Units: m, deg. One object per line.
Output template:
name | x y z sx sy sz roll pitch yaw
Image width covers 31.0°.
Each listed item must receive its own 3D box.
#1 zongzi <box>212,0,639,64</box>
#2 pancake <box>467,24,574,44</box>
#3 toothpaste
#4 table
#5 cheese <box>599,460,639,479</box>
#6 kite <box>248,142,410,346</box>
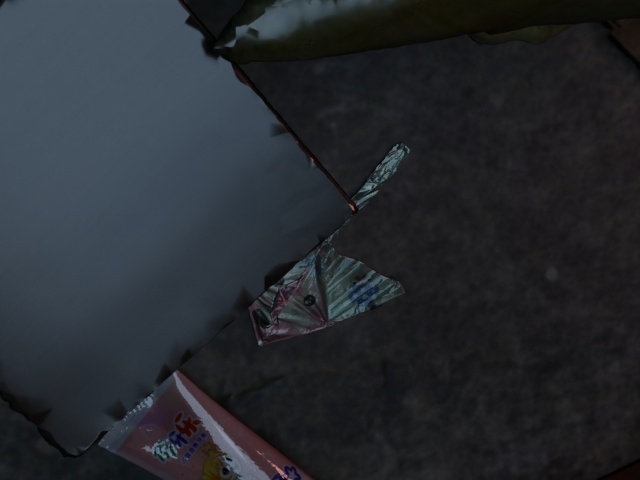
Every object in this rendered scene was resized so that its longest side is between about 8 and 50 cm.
zongzi | 0.200 -0.132 0.517 0.356 0.174 0.393 36 77 -6
pancake | 0.116 -0.214 0.619 0.235 0.029 0.212 -52 128 -19
toothpaste | -0.040 0.152 0.720 0.194 0.043 0.067 37 97 -17
table | -0.122 -0.043 0.553 0.169 0.193 0.172 -41 112 -1
cheese | 0.260 0.213 0.767 0.177 0.203 0.128 -36 114 -34
kite | 0.000 0.000 0.703 0.137 0.005 0.152 28 96 -22
